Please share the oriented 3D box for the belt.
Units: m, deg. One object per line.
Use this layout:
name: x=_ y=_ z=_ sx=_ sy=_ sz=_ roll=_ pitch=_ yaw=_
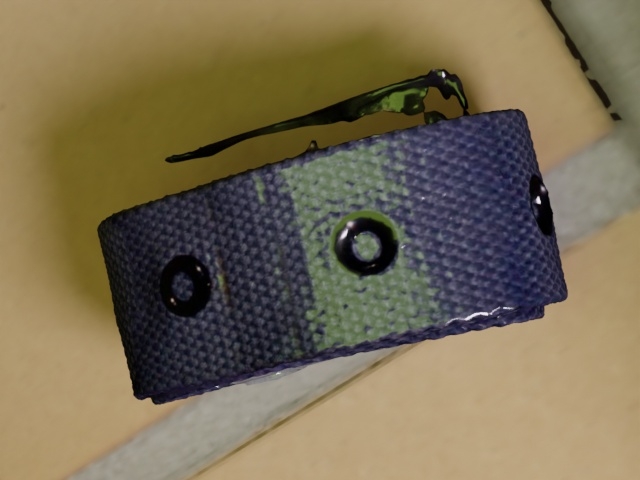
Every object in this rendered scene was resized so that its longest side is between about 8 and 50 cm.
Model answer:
belt: x=0.000 y=0.000 z=0.782 sx=0.230 sy=0.139 sz=0.126 roll=-16 pitch=86 yaw=24
